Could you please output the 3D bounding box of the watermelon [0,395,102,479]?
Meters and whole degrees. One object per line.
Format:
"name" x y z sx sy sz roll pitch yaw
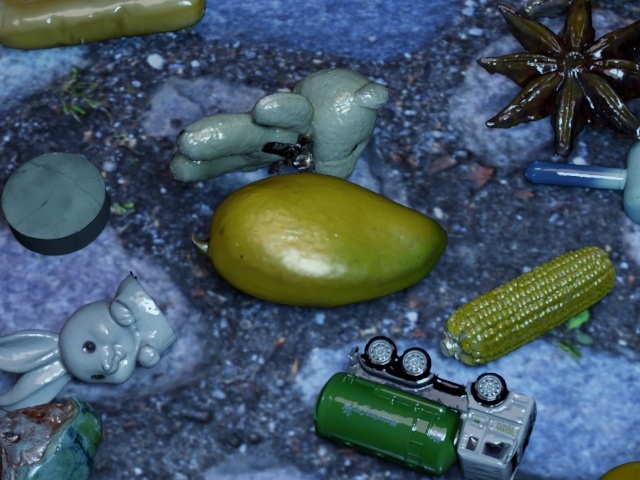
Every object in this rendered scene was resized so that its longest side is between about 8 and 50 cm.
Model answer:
"watermelon" -0.341 0.250 1.688 0.139 0.071 0.187 21 62 20

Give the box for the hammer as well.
"hammer" 0.355 -0.081 1.855 0.194 0.069 0.116 5 59 12

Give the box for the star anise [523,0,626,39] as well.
"star anise" 0.368 -0.361 2.031 0.208 0.063 0.172 -31 55 -9

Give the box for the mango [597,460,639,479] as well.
"mango" 0.367 0.340 1.559 0.151 0.120 0.221 -24 66 -7

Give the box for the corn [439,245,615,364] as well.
"corn" 0.249 0.078 1.751 0.238 0.080 0.080 -27 60 -11

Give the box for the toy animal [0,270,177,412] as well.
"toy animal" -0.284 0.134 1.725 0.221 0.104 0.131 -30 32 -14

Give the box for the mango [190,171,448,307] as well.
"mango" 0.000 0.000 1.799 0.317 0.119 0.176 5 56 -4

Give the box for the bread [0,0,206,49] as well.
"bread" -0.302 -0.333 2.031 0.305 0.091 0.142 -7 65 -1

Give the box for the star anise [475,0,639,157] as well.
"star anise" 0.328 -0.211 1.913 0.272 0.102 0.272 -4 64 8

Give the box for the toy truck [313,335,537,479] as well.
"toy truck" 0.117 0.200 1.672 0.242 0.101 0.125 16 65 16

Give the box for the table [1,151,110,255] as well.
"table" -0.338 -0.047 1.883 0.133 0.043 0.133 -1 58 2

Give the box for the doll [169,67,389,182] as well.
"doll" -0.051 -0.124 1.846 0.278 0.149 0.175 -16 16 -16
